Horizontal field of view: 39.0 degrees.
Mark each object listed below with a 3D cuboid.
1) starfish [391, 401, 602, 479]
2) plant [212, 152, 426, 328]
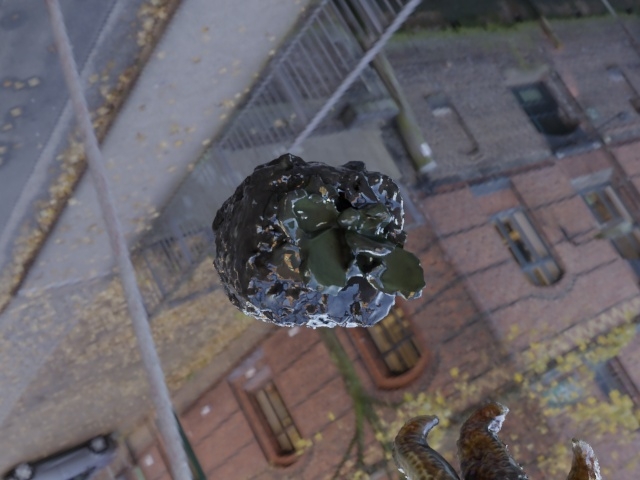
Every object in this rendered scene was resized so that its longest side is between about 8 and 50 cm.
[{"bbox_3d":[0.126,0.173,0.487,0.216,0.238,0.071,0,113,-42],"label":"starfish"},{"bbox_3d":[0.000,0.000,1.106,0.215,0.213,0.312,6,168,-20],"label":"plant"}]
